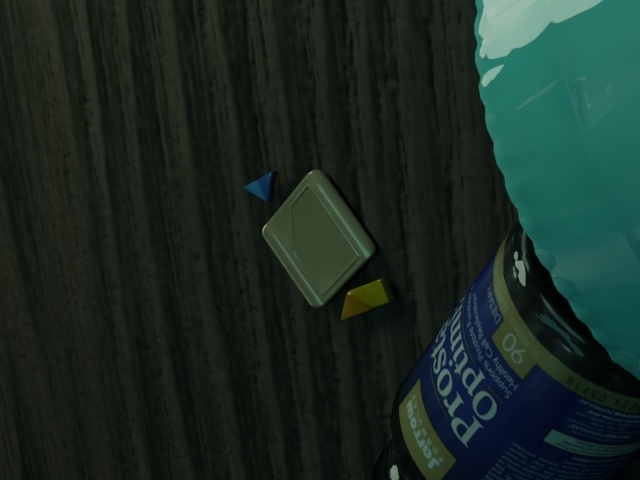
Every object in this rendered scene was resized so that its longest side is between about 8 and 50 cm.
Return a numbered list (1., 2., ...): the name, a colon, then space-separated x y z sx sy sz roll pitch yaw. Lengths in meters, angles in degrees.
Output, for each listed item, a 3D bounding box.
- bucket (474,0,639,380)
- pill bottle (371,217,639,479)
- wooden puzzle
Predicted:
1. bucket: 0.202 -0.070 0.550 0.183 0.281 0.281 -21 92 48
2. pill bottle: 0.111 0.085 0.832 0.123 0.123 0.219 49 137 19
3. wooden puzzle: 0.000 0.000 0.997 0.078 0.014 0.116 -37 80 45
